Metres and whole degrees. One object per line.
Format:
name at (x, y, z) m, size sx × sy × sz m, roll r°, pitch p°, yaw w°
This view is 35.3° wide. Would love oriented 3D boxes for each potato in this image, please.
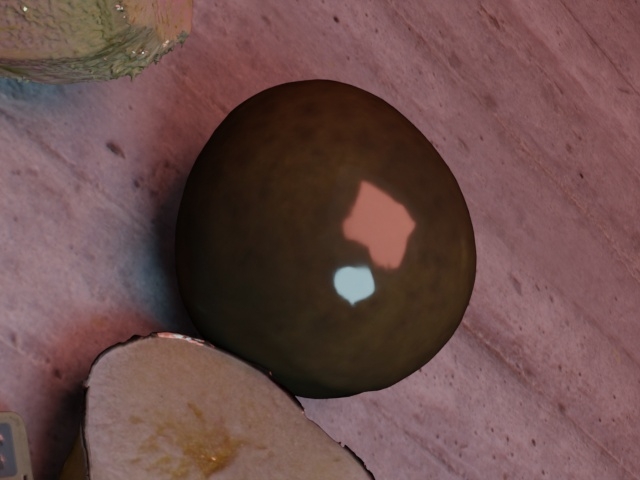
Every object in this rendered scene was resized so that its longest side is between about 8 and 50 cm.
potato at (-0.109, 0.246, 0.877) m, size 0.299 × 0.196 × 0.246 m, roll 40°, pitch 34°, yaw 15°

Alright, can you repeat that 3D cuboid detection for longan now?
longan at (0.000, 0.000, 1.002) m, size 0.319 × 0.319 × 0.319 m, roll 21°, pitch 59°, yaw -39°

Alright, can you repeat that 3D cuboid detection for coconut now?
coconut at (-0.250, -0.250, 0.904) m, size 0.233 × 0.245 × 0.233 m, roll 2°, pitch 90°, yaw -70°

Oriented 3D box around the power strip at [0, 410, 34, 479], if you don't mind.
power strip at (-0.335, 0.199, 0.754) m, size 0.270 × 0.046 × 0.118 m, roll 2°, pitch 72°, yaw -45°
